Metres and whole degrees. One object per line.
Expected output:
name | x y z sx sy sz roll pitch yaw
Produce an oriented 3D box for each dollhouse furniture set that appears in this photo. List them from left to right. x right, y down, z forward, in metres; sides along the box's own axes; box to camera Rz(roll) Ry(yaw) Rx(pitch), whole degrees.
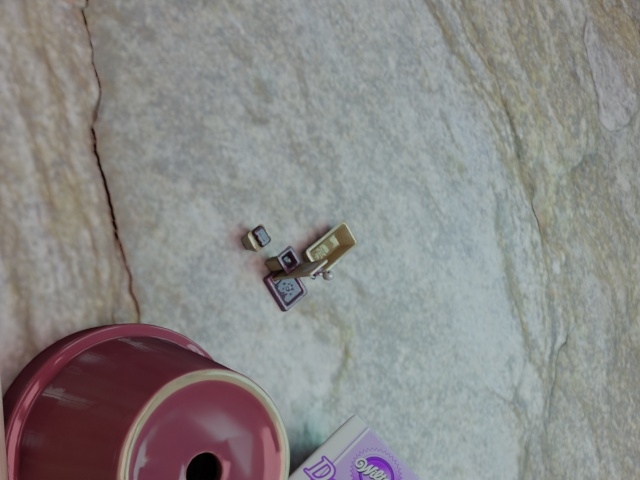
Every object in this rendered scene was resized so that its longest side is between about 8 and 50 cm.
dollhouse furniture set | 0.000 0.000 0.741 0.114 0.081 0.091 -39 106 -34

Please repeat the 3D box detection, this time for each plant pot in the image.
plant pot | -0.124 0.160 0.561 0.201 0.180 0.201 8 77 -37

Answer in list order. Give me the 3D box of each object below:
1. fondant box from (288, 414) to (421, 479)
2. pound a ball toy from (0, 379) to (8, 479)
fondant box | -0.004 0.341 0.608 0.238 0.096 0.330 43 53 14
pound a ball toy | -0.309 0.116 0.437 0.208 0.135 0.319 6 76 -72
